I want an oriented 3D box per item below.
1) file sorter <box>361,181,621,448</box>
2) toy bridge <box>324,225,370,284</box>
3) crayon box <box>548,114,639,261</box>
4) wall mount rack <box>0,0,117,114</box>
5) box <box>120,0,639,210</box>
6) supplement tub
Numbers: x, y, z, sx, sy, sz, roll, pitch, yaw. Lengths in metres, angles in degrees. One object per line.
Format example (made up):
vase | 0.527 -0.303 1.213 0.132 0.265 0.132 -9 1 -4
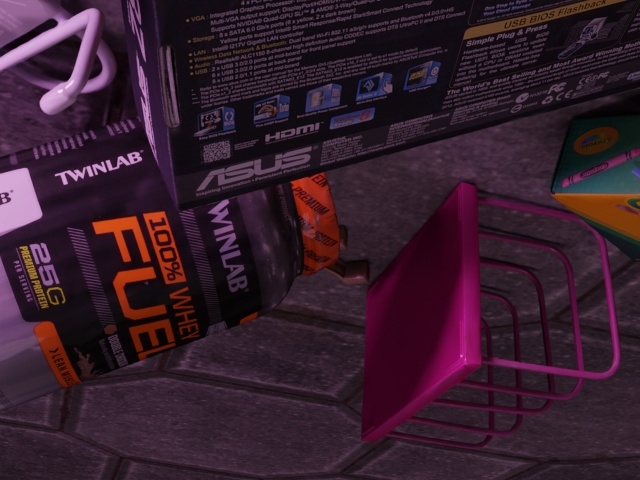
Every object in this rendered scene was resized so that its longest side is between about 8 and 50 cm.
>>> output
file sorter | 0.182 0.107 1.029 0.182 0.202 0.291 11 151 -14
toy bridge | 0.000 0.000 1.045 0.063 0.026 0.188 -6 149 21
crayon box | 0.362 -0.039 0.766 0.165 0.081 0.278 29 164 -37
wall mount rack | -0.351 -0.158 0.710 0.304 0.131 0.350 -15 144 37
box | 0.095 -0.184 0.442 0.394 0.097 0.318 -16 150 -14
supplement tub | -0.168 0.000 0.792 0.337 0.207 0.207 -20 154 -13
